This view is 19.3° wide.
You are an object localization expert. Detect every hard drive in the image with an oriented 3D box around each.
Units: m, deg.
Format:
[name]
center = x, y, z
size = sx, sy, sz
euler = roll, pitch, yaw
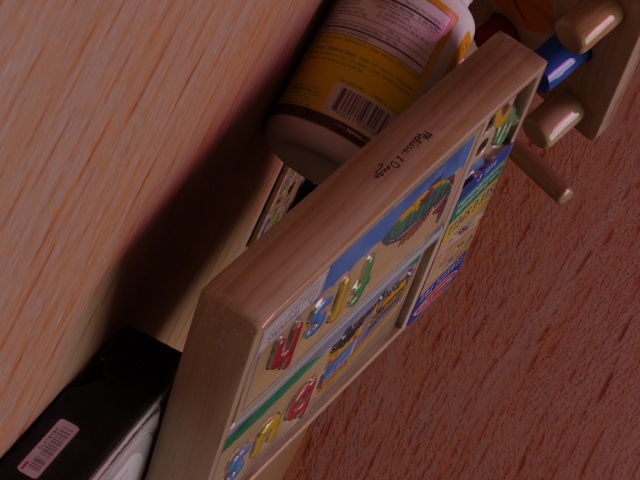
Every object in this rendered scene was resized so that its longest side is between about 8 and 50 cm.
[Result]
[hard drive]
center = -0.210, 0.253, 1.374
size = 0.339, 0.064, 0.237
euler = -66, 172, 31

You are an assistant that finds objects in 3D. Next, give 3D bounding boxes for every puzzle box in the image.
[puzzle box]
center = 0.020, 0.035, 1.466
size = 0.409, 0.052, 0.272
euler = -42, 161, -41

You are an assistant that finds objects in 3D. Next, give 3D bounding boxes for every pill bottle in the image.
[pill bottle]
center = 0.050, -0.148, 1.551
size = 0.215, 0.117, 0.117
euler = -61, 173, -14

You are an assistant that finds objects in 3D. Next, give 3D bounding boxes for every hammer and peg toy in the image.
[hammer and peg toy]
center = 0.188, -0.206, 1.744
size = 0.127, 0.266, 0.361
euler = -41, 164, -18

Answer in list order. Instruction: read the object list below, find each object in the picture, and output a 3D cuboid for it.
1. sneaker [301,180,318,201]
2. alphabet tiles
[sneaker]
center = 0.000, 0.000, 1.864
size = 0.090, 0.081, 0.232
euler = -3, 113, -79
[alphabet tiles]
center = 0.004, -0.111, 1.807
size = 0.237, 0.009, 0.198
euler = -65, 173, 14
